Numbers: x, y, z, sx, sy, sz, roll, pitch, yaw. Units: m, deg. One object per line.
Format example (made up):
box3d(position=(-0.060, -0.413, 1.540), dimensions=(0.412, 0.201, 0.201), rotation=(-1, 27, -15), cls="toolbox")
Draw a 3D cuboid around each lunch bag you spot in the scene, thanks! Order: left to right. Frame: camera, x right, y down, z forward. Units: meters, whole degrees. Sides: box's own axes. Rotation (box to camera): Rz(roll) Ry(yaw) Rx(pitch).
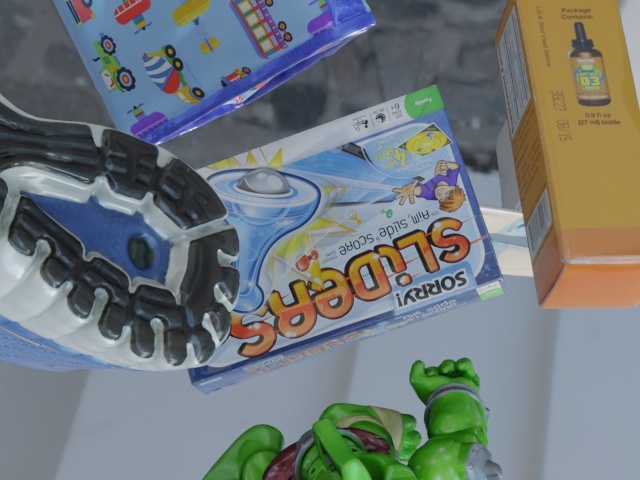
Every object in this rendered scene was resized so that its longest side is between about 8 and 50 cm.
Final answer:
box3d(position=(-0.089, -0.223, 1.282), dimensions=(0.293, 0.138, 0.221), rotation=(-22, 95, 56), cls="lunch bag")

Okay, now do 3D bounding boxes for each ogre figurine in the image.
box3d(position=(0.008, 0.128, 0.822), dimensions=(0.197, 0.118, 0.096), rotation=(-6, 106, -16), cls="ogre figurine")

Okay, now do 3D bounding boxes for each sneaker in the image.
box3d(position=(-0.198, -0.022, 0.692), dimensions=(0.330, 0.129, 0.147), rotation=(35, 142, -30), cls="sneaker")

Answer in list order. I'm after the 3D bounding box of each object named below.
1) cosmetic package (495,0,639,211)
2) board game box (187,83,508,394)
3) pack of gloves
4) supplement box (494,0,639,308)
box3d(position=(0.318, -0.162, 1.495), dimensions=(0.197, 0.155, 0.365), rotation=(14, 130, -12), cls="cosmetic package")
box3d(position=(0.000, 0.000, 1.004), dimensions=(0.201, 0.136, 0.035), rotation=(-20, 160, 7), cls="board game box")
box3d(position=(0.165, -0.016, 1.474), dimensions=(0.232, 0.046, 0.195), rotation=(5, 162, -21), cls="pack of gloves")
box3d(position=(0.180, -0.071, 1.135), dimensions=(0.078, 0.233, 0.080), rotation=(-1, 154, -8), cls="supplement box")
